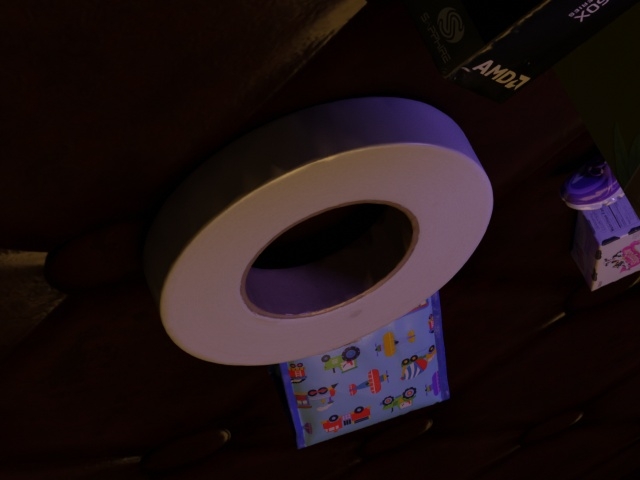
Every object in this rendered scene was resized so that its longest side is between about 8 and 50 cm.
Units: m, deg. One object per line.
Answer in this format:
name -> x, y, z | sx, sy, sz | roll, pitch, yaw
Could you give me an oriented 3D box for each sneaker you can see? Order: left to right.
sneaker -> 0.366, -0.104, 1.752 | 0.170, 0.068, 0.071 | -34, 140, 2

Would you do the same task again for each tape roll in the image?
tape roll -> 0.000, 0.000, 1.543 | 0.392, 0.072, 0.392 | -18, 149, -11

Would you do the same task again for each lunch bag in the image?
lunch bag -> 0.043, 0.116, 1.829 | 0.221, 0.138, 0.293 | -18, 145, -9

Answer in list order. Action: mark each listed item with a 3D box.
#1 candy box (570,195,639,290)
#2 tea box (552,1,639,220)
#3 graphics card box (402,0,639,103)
candy box -> 0.451, -0.024, 1.958 | 0.196, 0.070, 0.165 | -23, 156, -4
tea box -> 0.360, -0.230, 1.149 | 0.329, 0.323, 0.220 | -16, 155, -19
graphics card box -> 0.198, -0.295, 0.981 | 0.371, 0.233, 0.094 | -37, 153, 25
